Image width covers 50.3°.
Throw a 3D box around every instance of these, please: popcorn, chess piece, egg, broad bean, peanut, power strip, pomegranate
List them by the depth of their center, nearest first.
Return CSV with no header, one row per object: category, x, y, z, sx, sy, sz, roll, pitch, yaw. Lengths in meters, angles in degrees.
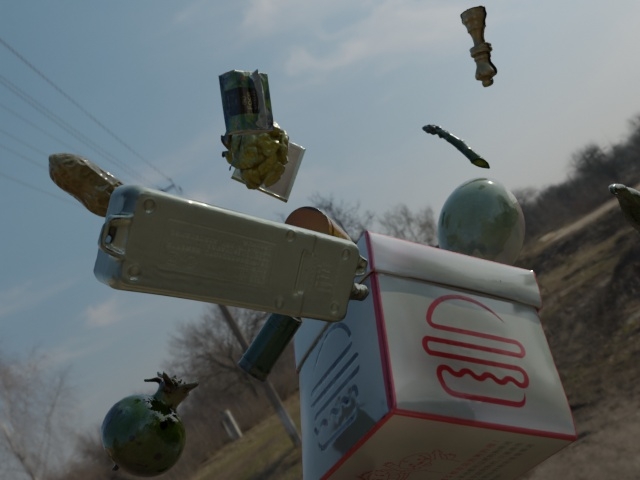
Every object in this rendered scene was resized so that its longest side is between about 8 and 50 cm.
power strip,-0.075,0.023,0.712,0.338,0.098,0.058,15,-5,-38
pomegranate,-0.285,0.299,1.120,0.148,0.169,0.148,11,-16,3
peanut,-0.460,-0.107,1.364,0.083,0.093,0.194,-21,-43,40
broad bean,0.675,-0.038,1.403,0.061,0.077,0.339,-43,-45,16
egg,0.340,-0.037,1.440,0.183,0.217,0.183,11,-21,4
chess piece,0.351,-0.421,1.492,0.060,0.172,0.060,-12,-2,0
popcorn,-0.155,-0.207,1.647,0.173,0.168,0.195,-9,4,-29

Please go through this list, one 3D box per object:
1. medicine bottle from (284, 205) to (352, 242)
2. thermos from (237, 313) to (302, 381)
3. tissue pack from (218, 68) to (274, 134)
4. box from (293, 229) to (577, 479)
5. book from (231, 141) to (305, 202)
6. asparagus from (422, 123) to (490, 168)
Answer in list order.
medicine bottle,0.000,0.000,1.397,0.096,0.096,0.192,-32,-22,7
thermos,-0.093,0.208,1.467,0.188,0.083,0.073,-57,24,1
tissue pack,-0.130,-0.256,1.263,0.079,0.111,0.085,-5,2,44
box,0.155,0.217,1.065,0.312,0.300,0.314,13,-44,-20
book,-0.145,-0.220,1.939,0.242,0.170,0.018,-74,11,-45
asparagus,0.303,-0.221,1.549,0.027,0.236,0.034,-7,-55,-29
